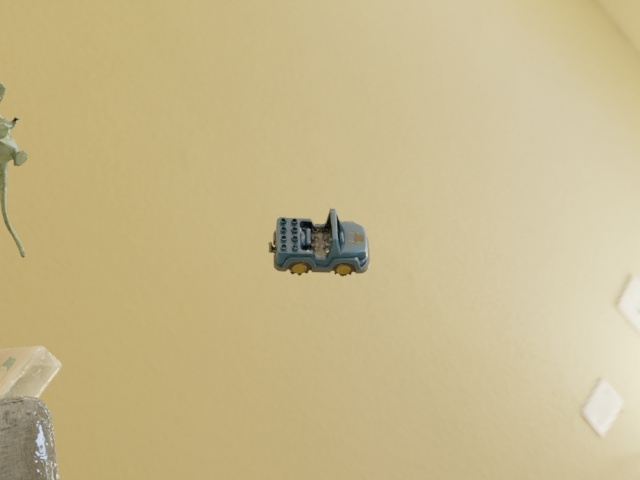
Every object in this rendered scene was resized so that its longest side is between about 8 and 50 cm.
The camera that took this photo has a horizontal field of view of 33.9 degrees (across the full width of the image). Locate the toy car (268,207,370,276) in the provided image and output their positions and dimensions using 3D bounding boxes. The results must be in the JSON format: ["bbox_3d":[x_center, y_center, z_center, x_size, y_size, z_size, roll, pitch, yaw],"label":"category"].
[{"bbox_3d":[0.000,0.000,1.942,0.100,0.191,0.097,100,170,-51],"label":"toy car"}]

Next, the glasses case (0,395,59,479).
[{"bbox_3d":[-0.439,0.364,1.550,0.109,0.282,0.067,-7,-26,-17],"label":"glasses case"}]

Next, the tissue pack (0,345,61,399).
[{"bbox_3d":[-0.652,0.281,1.986,0.326,0.071,0.170,-8,38,38],"label":"tissue pack"}]

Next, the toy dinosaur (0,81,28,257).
[{"bbox_3d":[-0.645,-0.165,2.158,0.076,0.382,0.129,0,-18,-26],"label":"toy dinosaur"}]
